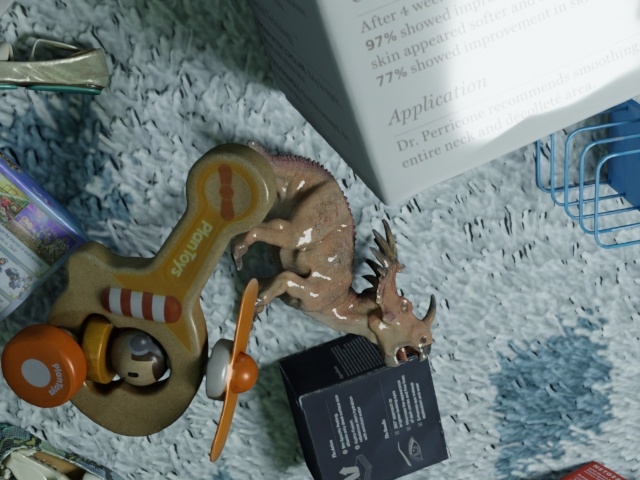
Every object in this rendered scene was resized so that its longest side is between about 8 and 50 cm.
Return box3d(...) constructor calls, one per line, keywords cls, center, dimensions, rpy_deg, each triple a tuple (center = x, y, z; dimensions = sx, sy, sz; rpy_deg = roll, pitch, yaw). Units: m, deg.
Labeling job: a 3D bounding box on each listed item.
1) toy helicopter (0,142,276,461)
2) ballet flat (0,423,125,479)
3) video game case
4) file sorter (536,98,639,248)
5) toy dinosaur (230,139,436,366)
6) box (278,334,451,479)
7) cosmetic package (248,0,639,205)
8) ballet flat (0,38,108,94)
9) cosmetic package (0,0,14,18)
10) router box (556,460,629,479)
box3d(cls="toy helicopter", center=(-0.136, 0.061, 1.282), dimensions=(0.235, 0.140, 0.355), rpy_deg=(35, 119, 2))
box3d(cls="ballet flat", center=(-0.290, 0.268, 1.459), dimensions=(0.188, 0.070, 0.070), rpy_deg=(30, 102, -27))
box3d(cls="video game case", center=(-0.411, -0.011, 1.293), dimensions=(0.244, 0.061, 0.269), rpy_deg=(-41, 119, 4))
box3d(cls="file sorter", center=(0.316, -0.077, 1.442), dimensions=(0.104, 0.170, 0.118), rpy_deg=(-11, 116, -11))
box3d(cls="toy dinosaur", center=(0.000, 0.000, 1.402), dimensions=(0.200, 0.127, 0.296), rpy_deg=(-20, 114, -8))
box3d(cls="box", center=(0.051, 0.196, 1.522), dimensions=(0.158, 0.093, 0.156), rpy_deg=(-19, 118, -10))
box3d(cls="cosmetic package", center=(0.096, -0.311, 1.173), dimensions=(0.329, 0.327, 0.394), rpy_deg=(-23, 119, -8))
box3d(cls="ballet flat", center=(-0.290, -0.169, 1.274), dimensions=(0.168, 0.057, 0.052), rpy_deg=(-1, 92, -24))
box3d(cls="cosmetic package", center=(-0.317, -0.275, 1.184), dimensions=(0.127, 0.107, 0.238), rpy_deg=(39, 100, -29))
box3d(cls="router box", center=(0.264, 0.486, 1.667), dimensions=(0.301, 0.082, 0.336), rpy_deg=(-17, 120, -38))
